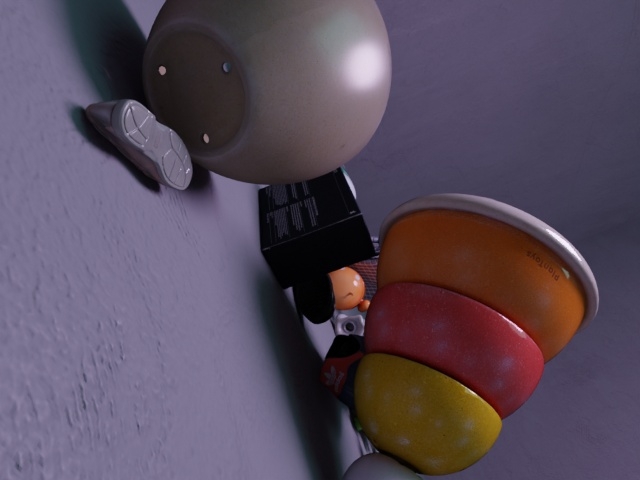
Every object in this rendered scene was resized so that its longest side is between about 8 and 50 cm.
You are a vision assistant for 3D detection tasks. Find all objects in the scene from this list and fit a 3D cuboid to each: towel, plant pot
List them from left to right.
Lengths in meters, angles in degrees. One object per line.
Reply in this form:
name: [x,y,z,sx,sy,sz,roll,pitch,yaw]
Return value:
plant pot: [-0.084,-0.180,0.539,0.191,0.284,0.284,-45,116,-54]
towel: [0.123,0.089,1.539,0.235,0.284,0.121,56,48,-43]

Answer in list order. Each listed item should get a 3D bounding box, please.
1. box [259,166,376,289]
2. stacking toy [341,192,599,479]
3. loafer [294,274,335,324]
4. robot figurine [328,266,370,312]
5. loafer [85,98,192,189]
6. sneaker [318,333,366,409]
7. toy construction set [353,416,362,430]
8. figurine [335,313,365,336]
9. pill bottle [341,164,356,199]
box: [-0.015,-0.042,0.934,0.261,0.184,0.103,-104,170,-59]
stacking toy: [0.155,0.199,0.688,0.351,0.479,0.350,27,-28,15]
loafer: [-0.008,0.099,0.987,0.220,0.080,0.078,-106,172,-56]
robot figurine: [0.069,0.141,1.388,0.219,0.128,0.158,45,29,-78]
loafer: [-0.155,-0.085,0.422,0.125,0.039,0.045,64,40,-69]
sneaker: [0.098,0.237,0.964,0.148,0.131,0.350,23,5,16]
toy construction set: [0.161,0.435,1.065,0.327,0.151,0.215,81,-9,-58]
figurine: [0.132,0.314,1.375,0.214,0.092,0.209,69,13,21]
pill bottle: [-0.008,-0.154,1.435,0.361,0.204,0.204,-106,172,-57]
